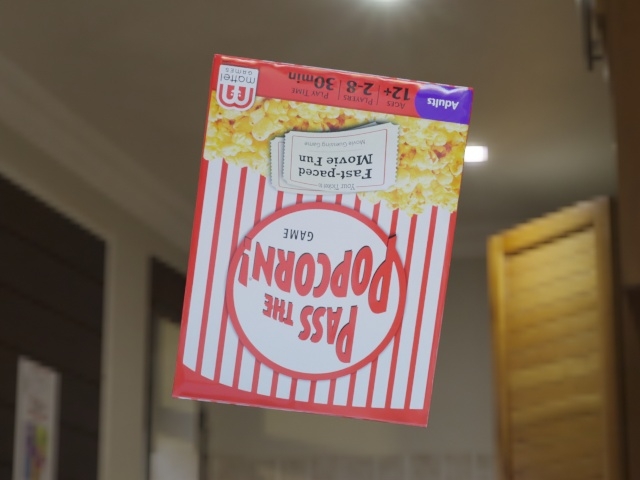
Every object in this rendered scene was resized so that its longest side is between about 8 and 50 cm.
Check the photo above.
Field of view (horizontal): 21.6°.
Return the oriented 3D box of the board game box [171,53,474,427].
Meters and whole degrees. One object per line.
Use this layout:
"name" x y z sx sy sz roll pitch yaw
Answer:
"board game box" 0.000 0.000 0.944 0.147 0.193 0.045 6 5 -4
